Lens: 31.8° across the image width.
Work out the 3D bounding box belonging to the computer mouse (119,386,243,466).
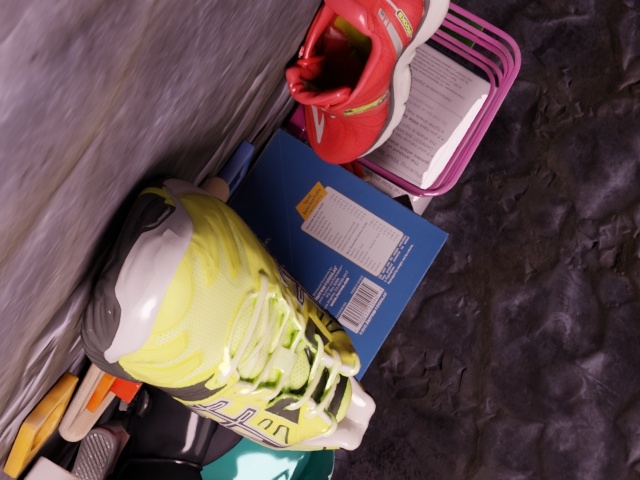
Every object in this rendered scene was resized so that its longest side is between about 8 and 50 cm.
[{"bbox_3d":[-0.151,0.212,1.258,0.272,0.188,0.072,135,-46,-60],"label":"computer mouse"}]

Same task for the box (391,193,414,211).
[{"bbox_3d":[0.000,0.000,1.339,0.233,0.044,0.159,-18,-179,4],"label":"box"}]

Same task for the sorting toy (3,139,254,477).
[{"bbox_3d":[-0.135,0.066,0.913,0.347,0.047,0.196,-56,178,-39],"label":"sorting toy"}]

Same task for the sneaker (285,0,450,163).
[{"bbox_3d":[0.015,-0.148,0.979,0.118,0.107,0.279,-40,165,-26],"label":"sneaker"}]

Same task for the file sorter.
[{"bbox_3d":[0.101,-0.162,1.276,0.202,0.182,0.291,-59,178,5],"label":"file sorter"}]

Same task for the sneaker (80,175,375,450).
[{"bbox_3d":[-0.045,0.066,0.800,0.145,0.147,0.384,-67,163,-10],"label":"sneaker"}]

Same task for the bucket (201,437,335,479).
[{"bbox_3d":[-0.115,0.259,1.485,0.281,0.281,0.183,-58,-179,-5],"label":"bucket"}]

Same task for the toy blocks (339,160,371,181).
[{"bbox_3d":[0.002,-0.078,1.455,0.123,0.148,0.054,-24,180,-15],"label":"toy blocks"}]

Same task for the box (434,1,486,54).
[{"bbox_3d":[0.137,-0.245,1.876,0.262,0.127,0.231,-58,177,-32],"label":"box"}]

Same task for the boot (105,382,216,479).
[{"bbox_3d":[-0.130,0.185,1.017,0.246,0.094,0.207,-146,-109,-67],"label":"boot"}]

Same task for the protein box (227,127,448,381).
[{"bbox_3d":[-0.013,0.030,1.150,0.200,0.201,0.136,-58,179,-8],"label":"protein box"}]

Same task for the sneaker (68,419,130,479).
[{"bbox_3d":[-0.234,0.243,1.157,0.134,0.051,0.070,-63,172,14],"label":"sneaker"}]

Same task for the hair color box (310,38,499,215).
[{"bbox_3d":[0.083,-0.112,1.613,0.374,0.185,0.113,-58,179,18],"label":"hair color box"}]

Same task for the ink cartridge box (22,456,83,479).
[{"bbox_3d":[-0.256,0.296,0.892,0.203,0.086,0.148,-58,179,-44],"label":"ink cartridge box"}]
